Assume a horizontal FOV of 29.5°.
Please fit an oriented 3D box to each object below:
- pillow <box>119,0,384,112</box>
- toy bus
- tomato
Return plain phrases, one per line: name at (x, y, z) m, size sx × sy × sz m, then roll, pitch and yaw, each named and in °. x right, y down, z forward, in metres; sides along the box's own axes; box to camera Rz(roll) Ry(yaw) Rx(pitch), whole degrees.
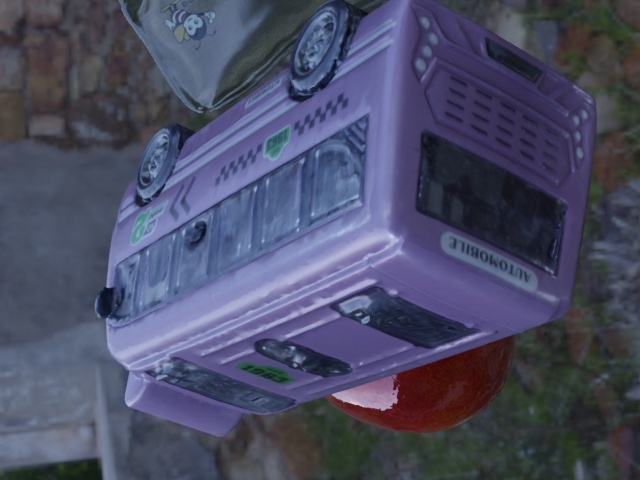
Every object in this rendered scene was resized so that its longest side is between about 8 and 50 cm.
pillow at (-0.032, -0.193, 0.866) m, size 0.130 × 0.217 × 0.033 m, roll 58°, pitch -178°, yaw 2°
toy bus at (0.000, 0.000, 0.440) m, size 0.199 × 0.096 × 0.108 m, roll -27°, pitch 48°, yaw 50°
tomato at (0.081, 0.078, 1.077) m, size 0.136 × 0.195 × 0.195 m, roll 113°, pitch 150°, yaw -46°
